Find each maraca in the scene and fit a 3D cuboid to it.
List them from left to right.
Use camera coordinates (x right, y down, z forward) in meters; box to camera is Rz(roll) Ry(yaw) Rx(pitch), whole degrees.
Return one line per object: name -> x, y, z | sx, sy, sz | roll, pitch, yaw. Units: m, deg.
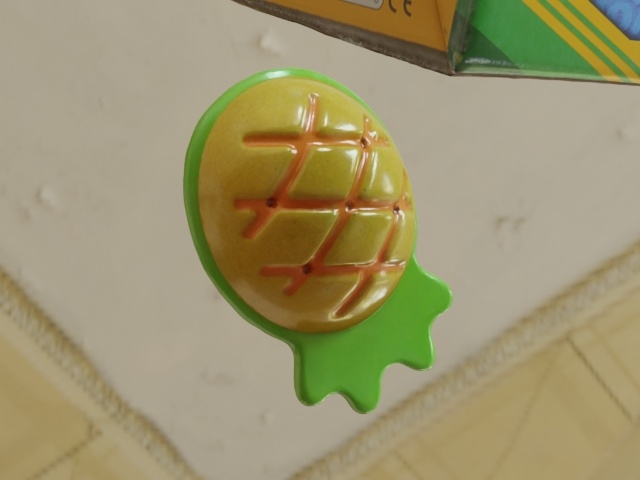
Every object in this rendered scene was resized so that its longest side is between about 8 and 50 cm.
maraca -> 0.000, 0.000, 1.008 | 0.127, 0.099, 0.185 | -34, -74, -21

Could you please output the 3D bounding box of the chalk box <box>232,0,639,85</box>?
chalk box -> 0.125, -0.164, 0.813 | 0.289, 0.180, 0.179 | 0, -74, -38
